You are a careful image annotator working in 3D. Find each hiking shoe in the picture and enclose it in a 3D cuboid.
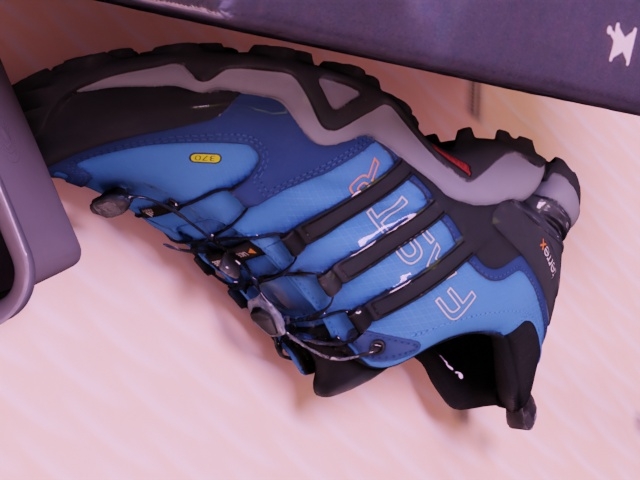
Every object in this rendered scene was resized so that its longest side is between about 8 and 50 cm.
[{"bbox_3d":[0.000,0.000,0.753,0.304,0.113,0.132,14,74,-33],"label":"hiking shoe"}]

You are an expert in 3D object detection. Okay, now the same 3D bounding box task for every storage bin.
[{"bbox_3d":[-0.152,-0.024,0.634,0.135,0.098,0.091,67,14,3],"label":"storage bin"}]

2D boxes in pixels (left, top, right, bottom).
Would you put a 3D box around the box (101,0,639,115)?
[{"bbox_3d":[0.054,-0.221,0.737,0.395,0.212,0.293,5,100,-47],"label":"box"}]
